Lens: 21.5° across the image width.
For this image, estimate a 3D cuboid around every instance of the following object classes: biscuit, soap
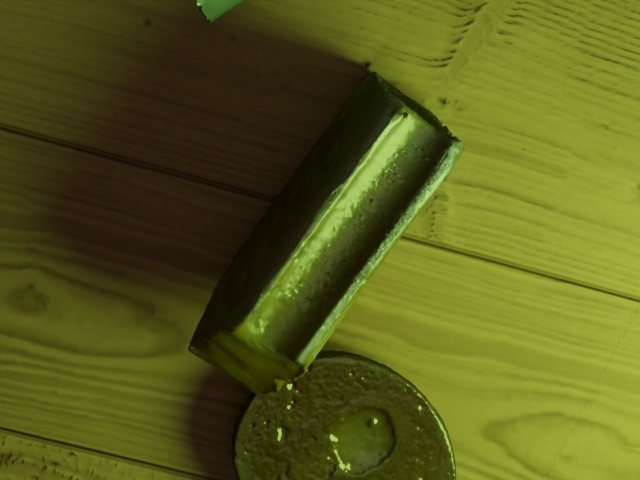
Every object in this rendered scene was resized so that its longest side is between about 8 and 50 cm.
[{"bbox_3d":[0.019,0.186,1.415,0.181,0.049,0.208,-26,106,1],"label":"biscuit"},{"bbox_3d":[0.000,0.000,1.307,0.080,0.160,0.257,35,98,-11],"label":"soap"}]

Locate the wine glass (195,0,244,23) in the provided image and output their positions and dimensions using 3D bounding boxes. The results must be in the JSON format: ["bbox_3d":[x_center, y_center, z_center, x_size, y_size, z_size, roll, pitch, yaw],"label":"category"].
[{"bbox_3d":[-0.026,-0.251,1.275,0.202,0.093,0.093,-34,105,4],"label":"wine glass"}]
